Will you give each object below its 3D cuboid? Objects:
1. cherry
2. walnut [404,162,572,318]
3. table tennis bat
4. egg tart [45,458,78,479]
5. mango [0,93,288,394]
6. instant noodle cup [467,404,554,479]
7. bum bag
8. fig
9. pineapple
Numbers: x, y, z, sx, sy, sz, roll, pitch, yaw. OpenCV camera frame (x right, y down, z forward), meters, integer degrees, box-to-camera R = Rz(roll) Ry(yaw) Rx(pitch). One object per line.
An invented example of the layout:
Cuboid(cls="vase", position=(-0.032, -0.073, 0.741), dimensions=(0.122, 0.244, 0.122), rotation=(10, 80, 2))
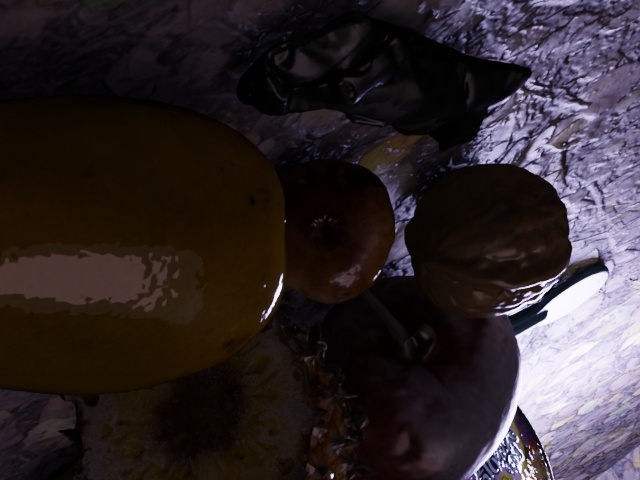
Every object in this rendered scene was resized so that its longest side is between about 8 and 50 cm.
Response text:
Cuboid(cls="cherry", position=(0.124, 0.191, 1.806), dimensions=(0.326, 0.291, 0.335), rotation=(-60, 168, 1))
Cuboid(cls="walnut", position=(0.204, 0.001, 1.634), dimensions=(0.213, 0.213, 0.213), rotation=(-25, 155, -12))
Cuboid(cls="table tennis bat", position=(0.387, 0.111, 2.234), dimensions=(0.244, 0.040, 0.153), rotation=(-26, 157, -19))
Cuboid(cls="egg tart", position=(-0.290, 0.373, 1.880), dimensions=(0.315, 0.120, 0.315), rotation=(-23, 155, -11))
Cuboid(cls="mango", position=(-0.226, 0.008, 1.122), dimensions=(0.446, 0.232, 0.300), rotation=(-1, 148, -35))
Cuboid(cls="instant noodle cup", position=(0.212, 0.428, 2.328), dimensions=(0.266, 0.339, 0.340), rotation=(-35, 157, 31))
Cuboid(cls="bum bag", position=(0.072, -0.157, 1.291), dimensions=(0.340, 0.095, 0.144), rotation=(8, 143, -46))
Cuboid(cls="fig", position=(0.000, 0.000, 1.491), dimensions=(0.159, 0.159, 0.257), rotation=(-25, 173, -10))
Cuboid(cls="pineapple", position=(-0.106, 0.222, 1.547), dimensions=(0.352, 0.352, 0.300), rotation=(-33, 162, 6))
